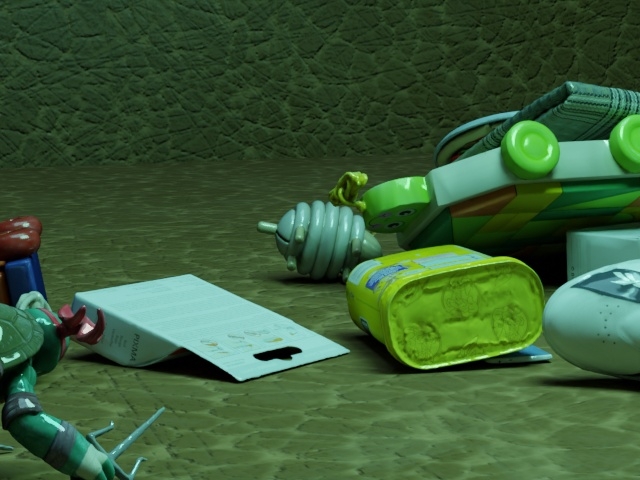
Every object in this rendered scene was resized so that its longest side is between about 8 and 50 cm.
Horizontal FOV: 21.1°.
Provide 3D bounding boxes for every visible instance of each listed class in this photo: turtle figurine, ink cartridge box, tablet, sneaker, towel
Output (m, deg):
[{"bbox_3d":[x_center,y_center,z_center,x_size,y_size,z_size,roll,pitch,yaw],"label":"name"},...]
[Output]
[{"bbox_3d":[-0.211,0.092,0.975,0.175,0.118,0.234,6,15,41],"label":"turtle figurine"},{"bbox_3d":[-0.089,0.082,1.372,0.179,0.045,0.145,26,21,32],"label":"ink cartridge box"},{"bbox_3d":[0.145,0.087,1.359,0.054,0.006,0.083,-3,7,-12],"label":"tablet"},{"bbox_3d":[0.272,0.063,1.185,0.235,0.094,0.153,10,0,7],"label":"sneaker"},{"bbox_3d":[0.309,-0.067,1.827,0.312,0.056,0.324,8,-22,-23],"label":"towel"}]

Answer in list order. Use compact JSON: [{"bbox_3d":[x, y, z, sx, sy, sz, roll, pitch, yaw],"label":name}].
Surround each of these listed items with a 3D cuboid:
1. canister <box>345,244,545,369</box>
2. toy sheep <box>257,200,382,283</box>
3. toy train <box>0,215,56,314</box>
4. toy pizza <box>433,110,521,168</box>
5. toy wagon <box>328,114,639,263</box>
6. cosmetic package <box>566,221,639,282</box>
[{"bbox_3d":[0.095,0.049,1.377,0.126,0.073,0.170,-11,7,-10],"label":"canister"},{"bbox_3d":[0.000,0.000,1.756,0.132,0.091,0.091,17,5,-7],"label":"toy sheep"},{"bbox_3d":[-0.279,0.054,1.331,0.143,0.105,0.248,-12,9,-7],"label":"toy train"},{"bbox_3d":[0.225,-0.088,1.891,0.201,0.032,0.201,-1,-22,0],"label":"toy pizza"},{"bbox_3d":[0.176,-0.036,1.716,0.344,0.068,0.267,-5,-20,-22],"label":"toy wagon"},{"bbox_3d":[0.362,0.012,1.713,0.239,0.060,0.099,-6,6,-38],"label":"cosmetic package"}]
